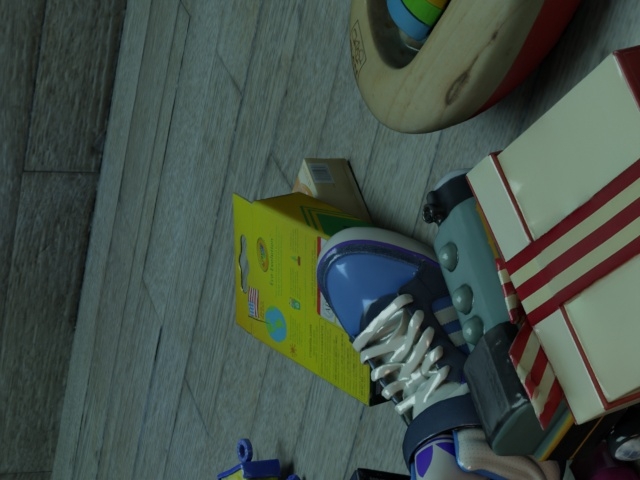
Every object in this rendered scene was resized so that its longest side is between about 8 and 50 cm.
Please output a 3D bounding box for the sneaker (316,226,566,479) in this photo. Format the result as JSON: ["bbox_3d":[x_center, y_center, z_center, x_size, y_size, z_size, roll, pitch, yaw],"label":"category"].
[{"bbox_3d":[0.108,0.143,1.518,0.130,0.323,0.236,-44,7,28],"label":"sneaker"}]

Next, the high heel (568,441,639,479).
[{"bbox_3d":[0.251,0.317,1.546,0.244,0.082,0.117,-62,21,25],"label":"high heel"}]

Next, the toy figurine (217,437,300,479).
[{"bbox_3d":[-0.120,0.395,2.337,0.362,0.191,0.217,140,132,-60],"label":"toy figurine"}]

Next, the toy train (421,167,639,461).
[{"bbox_3d":[0.214,0.061,1.496,0.142,0.190,0.334,117,146,-47],"label":"toy train"}]

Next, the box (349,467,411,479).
[{"bbox_3d":[0.078,0.440,1.557,0.296,0.183,0.294,-102,30,-51],"label":"box"}]

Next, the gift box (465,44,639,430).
[{"bbox_3d":[0.282,0.006,1.212,0.258,0.255,0.276,-43,60,59],"label":"gift box"}]

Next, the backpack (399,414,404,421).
[{"bbox_3d":[0.141,0.140,1.742,0.182,0.152,0.115,113,165,-69],"label":"backpack"}]

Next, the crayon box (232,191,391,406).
[{"bbox_3d":[0.001,0.062,2.043,0.318,0.081,0.202,27,123,49],"label":"crayon box"}]

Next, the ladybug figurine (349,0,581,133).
[{"bbox_3d":[0.165,-0.284,1.665,0.449,0.162,0.305,128,137,-55],"label":"ladybug figurine"}]

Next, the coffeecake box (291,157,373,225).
[{"bbox_3d":[0.000,0.000,2.189,0.185,0.068,0.142,111,149,-41],"label":"coffeecake box"}]
